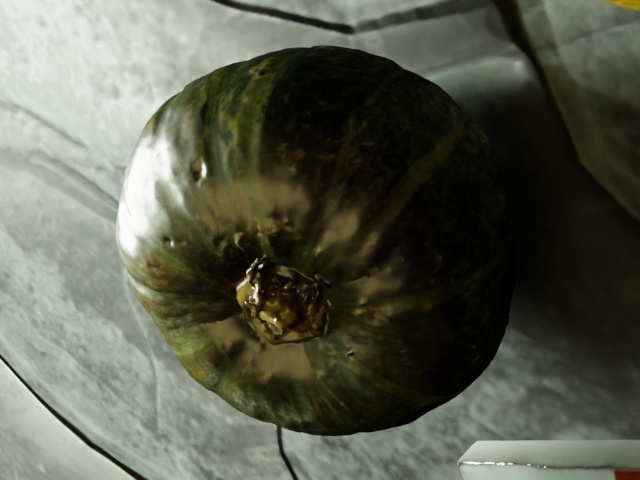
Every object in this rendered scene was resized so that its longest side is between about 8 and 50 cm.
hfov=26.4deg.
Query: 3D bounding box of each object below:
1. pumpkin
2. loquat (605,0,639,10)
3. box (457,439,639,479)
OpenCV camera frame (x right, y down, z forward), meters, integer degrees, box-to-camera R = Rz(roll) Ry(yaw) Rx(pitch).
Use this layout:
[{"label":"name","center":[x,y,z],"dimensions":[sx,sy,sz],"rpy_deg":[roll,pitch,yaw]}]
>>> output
[{"label":"pumpkin","center":[0.000,0.000,0.739],"dimensions":[0.224,0.157,0.223],"rpy_deg":[11,120,19]},{"label":"loquat","center":[0.128,-0.164,0.519],"dimensions":[0.172,0.149,0.204],"rpy_deg":[35,161,17]},{"label":"box","center":[0.170,0.170,0.785],"dimensions":[0.177,0.036,0.115],"rpy_deg":[-9,109,46]}]
